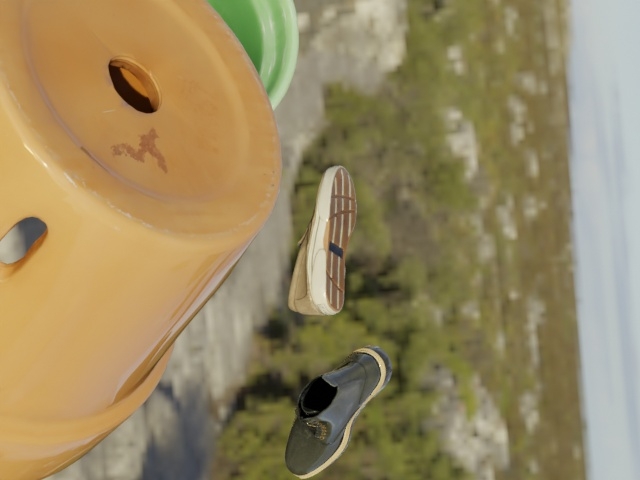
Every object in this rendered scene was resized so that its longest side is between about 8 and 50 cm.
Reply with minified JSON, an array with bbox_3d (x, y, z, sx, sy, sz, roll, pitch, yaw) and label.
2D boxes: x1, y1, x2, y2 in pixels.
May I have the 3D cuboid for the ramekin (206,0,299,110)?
[{"bbox_3d":[-0.188,-0.208,1.897,0.148,0.303,0.303,135,-44,-63],"label":"ramekin"}]

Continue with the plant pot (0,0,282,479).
[{"bbox_3d":[-0.159,-0.036,0.963,0.291,0.203,0.291,31,41,-31],"label":"plant pot"}]

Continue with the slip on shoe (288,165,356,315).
[{"bbox_3d":[0.000,0.000,1.492,0.051,0.041,0.135,35,54,-54],"label":"slip on shoe"}]

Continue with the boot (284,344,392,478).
[{"bbox_3d":[-0.011,0.212,2.087,0.137,0.077,0.198,-18,142,-60],"label":"boot"}]
